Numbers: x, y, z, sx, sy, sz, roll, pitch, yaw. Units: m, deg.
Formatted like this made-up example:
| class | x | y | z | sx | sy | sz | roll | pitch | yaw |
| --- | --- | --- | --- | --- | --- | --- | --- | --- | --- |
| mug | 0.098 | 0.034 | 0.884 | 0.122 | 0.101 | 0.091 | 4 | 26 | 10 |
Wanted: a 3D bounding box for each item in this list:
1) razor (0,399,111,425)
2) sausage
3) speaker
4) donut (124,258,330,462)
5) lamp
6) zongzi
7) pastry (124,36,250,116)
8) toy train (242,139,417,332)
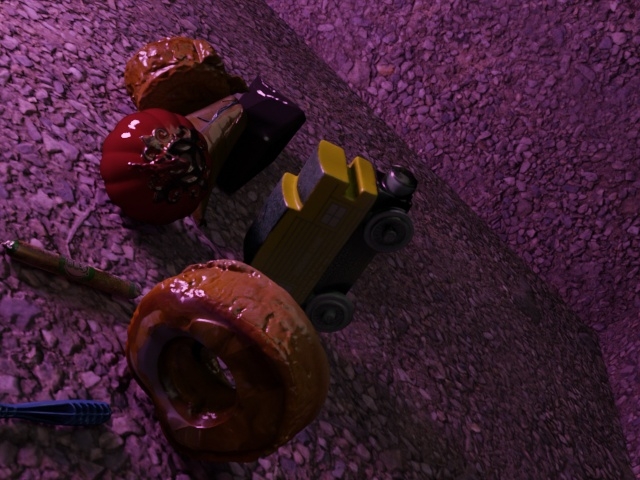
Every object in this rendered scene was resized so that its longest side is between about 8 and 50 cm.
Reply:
| class | x | y | z | sx | sy | sz | roll | pitch | yaw |
| --- | --- | --- | --- | --- | --- | --- | --- | --- | --- |
| razor | -0.388 | 0.231 | 1.122 | 0.253 | 0.042 | 0.082 | 15 | 83 | -52 |
| sausage | -0.405 | 0.050 | 1.373 | 0.269 | 0.033 | 0.033 | 26 | 32 | -40 |
| speaker | -0.182 | -0.279 | 2.081 | 0.184 | 0.180 | 0.388 | 40 | 24 | -2 |
| donut | -0.157 | 0.197 | 1.268 | 0.330 | 0.330 | 0.160 | 52 | 36 | 8 |
| lamp | -0.309 | -0.141 | 1.596 | 0.227 | 0.227 | 0.227 | 38 | 26 | -22 |
| zongzi | -0.228 | -0.178 | 1.817 | 0.256 | 0.228 | 0.115 | 59 | -16 | 16 |
| pastry | -0.320 | -0.358 | 1.882 | 0.240 | 0.235 | 0.132 | 33 | 22 | -54 |
| toy train | 0.000 | 0.000 | 1.669 | 0.272 | 0.442 | 0.179 | 23 | 32 | -19 |
